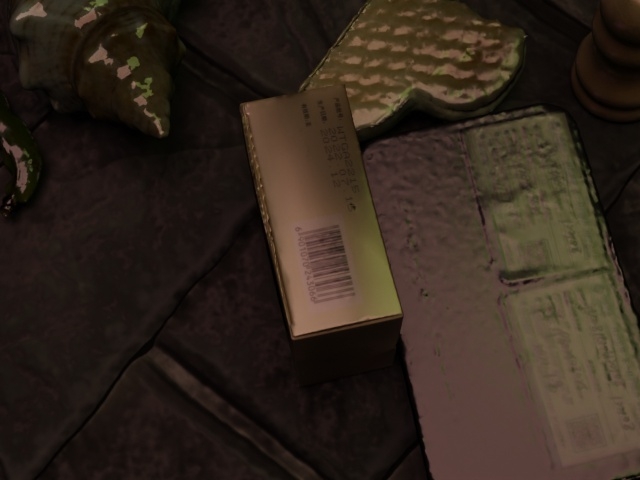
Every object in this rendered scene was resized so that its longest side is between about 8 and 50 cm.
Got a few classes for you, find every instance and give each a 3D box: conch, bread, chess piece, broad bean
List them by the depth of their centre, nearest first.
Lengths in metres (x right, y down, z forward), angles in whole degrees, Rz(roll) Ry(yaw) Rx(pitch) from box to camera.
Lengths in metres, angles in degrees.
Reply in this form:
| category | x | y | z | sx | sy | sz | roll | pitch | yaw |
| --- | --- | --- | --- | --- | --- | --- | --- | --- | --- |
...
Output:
| category | x | y | z | sx | sy | sz | roll | pitch | yaw |
| --- | --- | --- | --- | --- | --- | --- | --- | --- | --- |
| chess piece | 0.282 | -0.183 | 0.971 | 0.094 | 0.170 | 0.094 | -1 | 69 | 4 |
| bread | 0.077 | -0.176 | 1.046 | 0.232 | 0.064 | 0.173 | -15 | 70 | -1 |
| conch | -0.214 | -0.249 | 1.052 | 0.203 | 0.169 | 0.386 | -12 | 70 | -25 |
| broad bean | -0.325 | -0.116 | 1.076 | 0.061 | 0.046 | 0.195 | -28 | 72 | -7 |

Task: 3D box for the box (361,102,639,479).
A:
| category | x | y | z | sx | sy | sz | roll | pitch | yaw |
| --- | --- | --- | --- | --- | --- | --- | --- | --- | --- |
| box | 0.165 | 0.055 | 0.961 | 0.211 | 0.058 | 0.350 | -11 | 70 | 0 |

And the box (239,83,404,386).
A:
| category | x | y | z | sx | sy | sz | roll | pitch | yaw |
| --- | --- | --- | --- | --- | --- | --- | --- | --- | --- |
| box | 0.000 | 0.000 | 0.936 | 0.095 | 0.168 | 0.212 | -13 | 70 | -2 |
